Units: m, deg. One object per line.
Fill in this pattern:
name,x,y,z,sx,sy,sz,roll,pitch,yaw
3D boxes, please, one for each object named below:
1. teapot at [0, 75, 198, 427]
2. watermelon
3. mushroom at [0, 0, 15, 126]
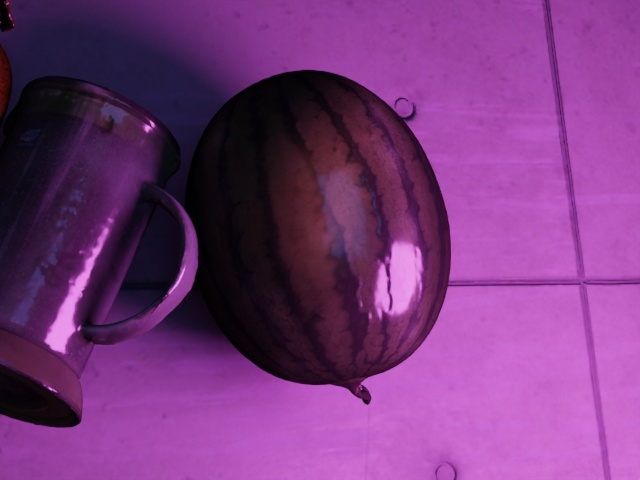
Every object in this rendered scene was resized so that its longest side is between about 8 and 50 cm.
teapot,-0.248,0.003,1.455,0.270,0.200,0.337,10,65,23
watermelon,0.000,0.000,1.533,0.278,0.279,0.360,-10,83,-24
mushroom,-0.441,-0.194,1.462,0.278,0.163,0.297,-24,75,-12
